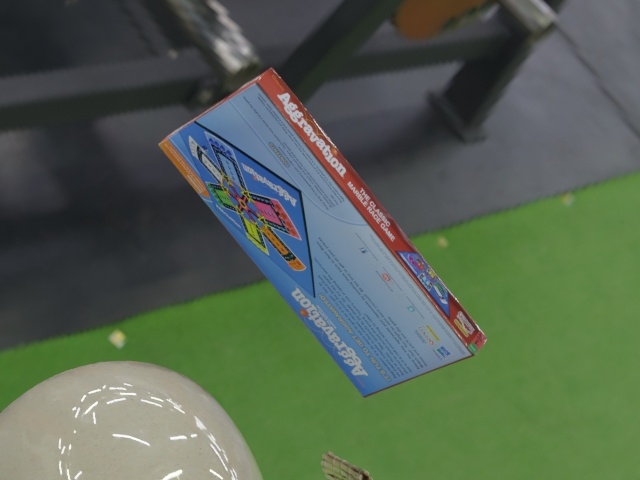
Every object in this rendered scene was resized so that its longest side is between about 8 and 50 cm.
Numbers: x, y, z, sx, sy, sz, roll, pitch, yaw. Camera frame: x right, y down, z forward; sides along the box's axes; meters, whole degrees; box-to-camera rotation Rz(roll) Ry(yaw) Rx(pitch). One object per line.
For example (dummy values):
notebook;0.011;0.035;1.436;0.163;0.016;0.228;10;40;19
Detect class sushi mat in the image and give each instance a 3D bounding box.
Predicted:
sushi mat;0.049;0.264;1.528;0.019;0.316;0.151;-26;89;-7

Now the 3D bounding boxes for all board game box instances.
board game box;0.000;0.000;1.412;0.281;0.145;0.027;51;47;-11

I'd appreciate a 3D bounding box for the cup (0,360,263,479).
cup;-0.174;0.309;1.693;0.331;0.331;0.237;17;6;-30
